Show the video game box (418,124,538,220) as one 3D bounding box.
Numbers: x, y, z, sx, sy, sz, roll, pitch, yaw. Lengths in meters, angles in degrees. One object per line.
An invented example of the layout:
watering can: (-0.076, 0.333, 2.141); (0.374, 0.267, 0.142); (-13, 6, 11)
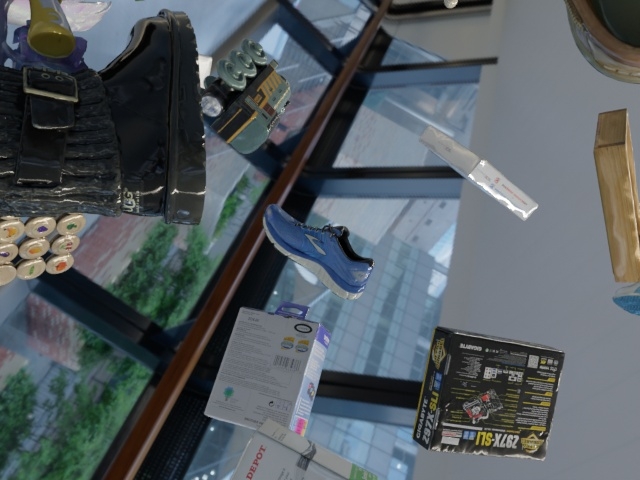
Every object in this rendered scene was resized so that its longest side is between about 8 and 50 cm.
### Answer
video game box: (0.312, -0.138, 1.077); (0.048, 0.187, 0.205); (-51, -148, 12)

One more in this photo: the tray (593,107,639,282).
tray: (0.785, -0.111, 1.408); (0.076, 0.410, 0.202); (-4, -146, 33)

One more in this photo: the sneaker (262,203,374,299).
sneaker: (0.000, 0.000, 1.378); (0.147, 0.330, 0.130); (-57, 173, 20)

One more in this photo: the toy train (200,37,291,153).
toy train: (-0.170, -0.341, 1.258); (0.142, 0.190, 0.333); (-34, -159, 30)

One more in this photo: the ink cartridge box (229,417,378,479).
ink cartridge box: (-0.048, 0.554, 1.169); (0.211, 0.289, 0.121); (-64, 171, 0)

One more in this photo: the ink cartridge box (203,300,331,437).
ink cartridge box: (-0.138, 0.363, 1.600); (0.151, 0.270, 0.395); (56, 47, -62)

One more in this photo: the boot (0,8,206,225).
boot: (-0.263, -0.153, 0.568); (0.347, 0.261, 0.131); (-107, -155, -43)

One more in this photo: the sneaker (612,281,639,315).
sneaker: (0.736, 0.098, 1.132); (0.229, 0.087, 0.092); (-27, -149, 50)

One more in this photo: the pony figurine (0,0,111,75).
pony figurine: (-0.390, -0.329, 0.623); (0.302, 0.351, 0.363); (-51, -128, 43)

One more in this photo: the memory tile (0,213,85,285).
memory tile: (-0.350, -0.004, 0.665); (0.113, 0.012, 0.148); (-10, 141, -48)

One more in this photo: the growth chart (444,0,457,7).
growth chart: (0.209, -0.390, 0.620); (0.238, 0.171, 0.021); (-21, -178, 28)

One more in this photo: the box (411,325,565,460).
box: (0.381, 0.344, 1.202); (0.079, 0.322, 0.256); (-169, -89, -70)

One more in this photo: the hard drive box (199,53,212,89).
hard drive box: (-0.407, -0.425, 1.434); (0.232, 0.089, 0.180); (-15, 122, -62)

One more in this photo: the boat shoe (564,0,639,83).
boat shoe: (0.175, -0.254, 0.311); (0.123, 0.323, 0.120); (-14, -172, 36)
